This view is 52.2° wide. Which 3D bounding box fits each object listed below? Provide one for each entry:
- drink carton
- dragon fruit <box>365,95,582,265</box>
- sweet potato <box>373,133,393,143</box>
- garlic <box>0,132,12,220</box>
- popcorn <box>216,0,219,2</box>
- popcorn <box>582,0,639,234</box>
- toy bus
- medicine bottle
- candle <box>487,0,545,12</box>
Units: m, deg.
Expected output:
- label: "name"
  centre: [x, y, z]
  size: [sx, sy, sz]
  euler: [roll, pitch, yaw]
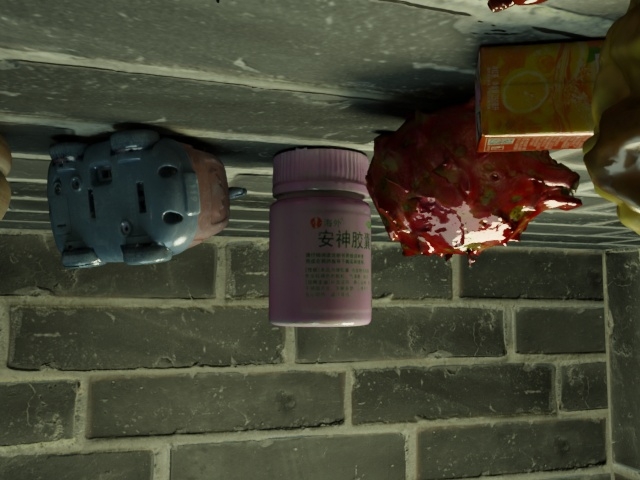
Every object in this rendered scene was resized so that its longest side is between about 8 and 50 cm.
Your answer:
- label: "drink carton"
  centre: [0.269, -0.143, 0.649]
  size: [0.223, 0.096, 0.071]
  euler: [-1, 174, 11]
- label: "dragon fruit"
  centre: [0.188, -0.079, 0.827]
  size: [0.268, 0.210, 0.205]
  euler: [2, 148, 23]
- label: "sweet potato"
  centre: [0.189, -0.118, 1.041]
  size: [0.269, 0.074, 0.075]
  euler: [10, 169, -42]
- label: "garlic"
  centre: [-0.519, -0.066, 0.914]
  size: [0.160, 0.214, 0.191]
  euler: [-10, 163, 4]
- label: "popcorn"
  centre: [-0.057, -0.179, 0.384]
  size: [0.084, 0.084, 0.084]
  euler: [0, 174, 0]
- label: "popcorn"
  centre: [0.348, -0.113, 0.450]
  size: [0.332, 0.225, 0.265]
  euler: [-21, -172, -5]
- label: "toy bus"
  centre: [-0.282, -0.066, 1.060]
  size: [0.294, 0.197, 0.232]
  euler: [-5, -177, 31]
- label: "medicine bottle"
  centre: [0.000, 0.000, 1.121]
  size: [0.178, 0.290, 0.178]
  euler: [1, 174, 0]
- label: "candle"
  centre: [0.238, -0.197, 0.366]
  size: [0.329, 0.048, 0.051]
  euler: [-5, -147, 45]
